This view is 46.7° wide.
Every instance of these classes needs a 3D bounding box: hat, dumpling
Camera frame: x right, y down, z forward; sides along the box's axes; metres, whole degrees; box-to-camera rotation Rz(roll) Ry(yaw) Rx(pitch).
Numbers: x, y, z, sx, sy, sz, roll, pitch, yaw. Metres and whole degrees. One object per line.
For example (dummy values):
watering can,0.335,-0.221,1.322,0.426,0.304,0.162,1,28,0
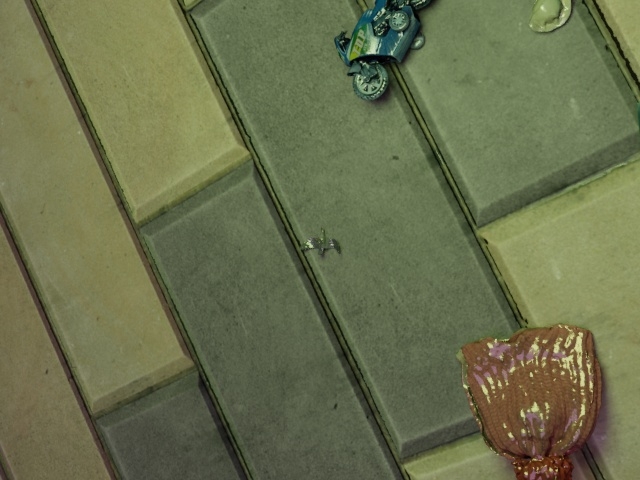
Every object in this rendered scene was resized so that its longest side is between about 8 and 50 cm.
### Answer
hat,0.362,0.291,1.253,0.236,0.107,0.286,-16,65,25
dumpling,0.378,-0.376,1.213,0.059,0.043,0.077,27,90,2

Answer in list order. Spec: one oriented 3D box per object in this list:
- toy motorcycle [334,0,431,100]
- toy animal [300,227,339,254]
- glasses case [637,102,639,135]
toy motorcycle,0.107,-0.377,1.309,0.135,0.092,0.254,33,99,27
toy animal,0.000,0.000,1.427,0.084,0.028,0.050,7,107,22
glasses case,0.561,-0.091,1.154,0.105,0.056,0.266,-6,93,24
